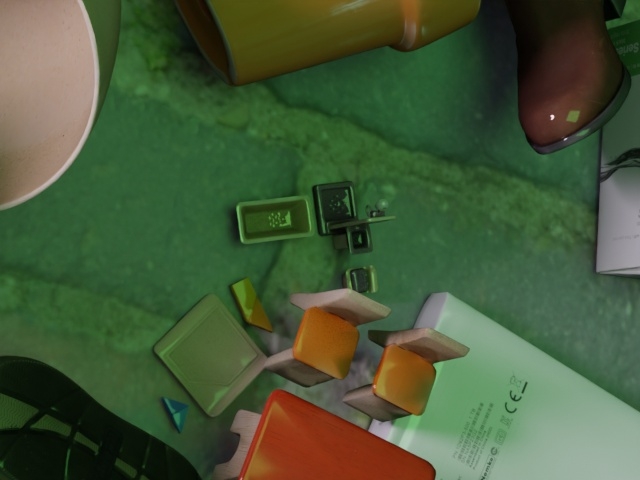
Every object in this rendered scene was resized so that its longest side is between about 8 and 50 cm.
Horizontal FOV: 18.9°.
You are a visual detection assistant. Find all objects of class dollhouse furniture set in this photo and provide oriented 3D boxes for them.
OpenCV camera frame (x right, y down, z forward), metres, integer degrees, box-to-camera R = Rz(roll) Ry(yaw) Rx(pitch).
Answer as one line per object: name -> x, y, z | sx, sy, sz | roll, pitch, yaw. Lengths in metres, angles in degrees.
dollhouse furniture set -> 0.000, 0.000, 1.475 | 0.114, 0.081, 0.091 | -7, 89, -28
dollhouse furniture set -> 0.056, 0.195, 1.409 | 0.259, 0.135, 0.262 | 27, 72, -25

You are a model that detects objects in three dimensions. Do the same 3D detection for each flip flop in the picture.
flip flop -> -0.170, 0.178, 1.364 | 0.277, 0.080, 0.112 | 45, 51, -37

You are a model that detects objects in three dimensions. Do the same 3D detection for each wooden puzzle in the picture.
wooden puzzle -> -0.082, 0.087, 1.464 | 0.116, 0.014, 0.078 | -37, 99, -26

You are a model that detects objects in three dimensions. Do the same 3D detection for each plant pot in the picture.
plant pot -> -0.012, -0.212, 1.435 | 0.188, 0.205, 0.205 | -29, 100, -12
plant pot -> -0.249, -0.185, 1.278 | 0.284, 0.284, 0.191 | 44, 38, -18

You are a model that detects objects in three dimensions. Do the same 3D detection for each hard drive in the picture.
hard drive -> 0.176, 0.204, 1.576 | 0.307, 0.040, 0.203 | 32, 72, -22

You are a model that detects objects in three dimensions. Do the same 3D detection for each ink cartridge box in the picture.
ink cartridge box -> 0.327, -0.070, 1.649 | 0.160, 0.092, 0.219 | 8, 82, -27

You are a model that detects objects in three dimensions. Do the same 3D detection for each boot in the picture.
boot -> 0.143, -0.235, 1.498 | 0.280, 0.096, 0.264 | 49, 43, -29
